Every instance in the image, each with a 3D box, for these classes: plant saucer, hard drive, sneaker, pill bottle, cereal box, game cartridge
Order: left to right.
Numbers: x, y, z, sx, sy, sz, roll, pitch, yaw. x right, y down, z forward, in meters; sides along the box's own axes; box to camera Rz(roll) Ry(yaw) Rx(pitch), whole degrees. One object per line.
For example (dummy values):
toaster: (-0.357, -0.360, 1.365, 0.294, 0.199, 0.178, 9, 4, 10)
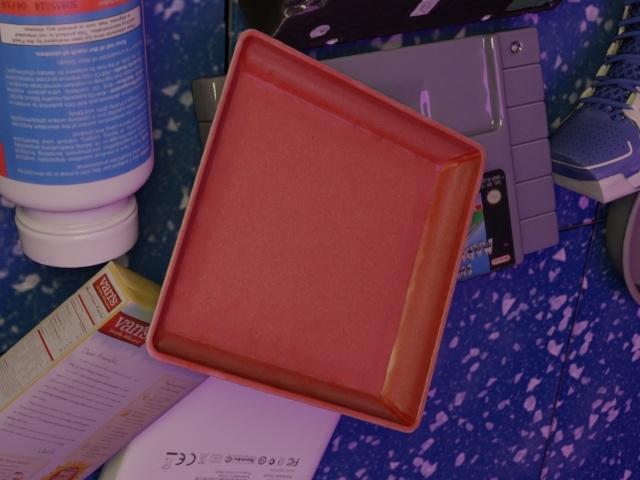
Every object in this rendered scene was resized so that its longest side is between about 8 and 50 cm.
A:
pill bottle: (-0.185, -0.096, 0.728, 0.124, 0.124, 0.221, -16, 122, -27)
cereal box: (-0.201, 0.129, 0.827, 0.240, 0.047, 0.173, -40, 150, 8)
hard drive: (-0.071, 0.147, 0.993, 0.233, 0.047, 0.353, 12, 108, -38)
plant saucer: (0.000, 0.000, 0.814, 0.258, 0.048, 0.259, 22, 79, -30)
game cartridge: (0.069, -0.060, 0.920, 0.355, 0.068, 0.230, -15, 98, -29)
hard drive: (0.126, -0.255, 0.796, 0.339, 0.064, 0.237, -15, 164, -31)
sneaker: (0.340, -0.195, 1.049, 0.315, 0.127, 0.182, -37, 127, -21)

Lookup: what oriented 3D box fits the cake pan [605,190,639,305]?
cake pan: (0.466, -0.048, 1.250, 0.293, 0.054, 0.293, -16, 123, -27)
